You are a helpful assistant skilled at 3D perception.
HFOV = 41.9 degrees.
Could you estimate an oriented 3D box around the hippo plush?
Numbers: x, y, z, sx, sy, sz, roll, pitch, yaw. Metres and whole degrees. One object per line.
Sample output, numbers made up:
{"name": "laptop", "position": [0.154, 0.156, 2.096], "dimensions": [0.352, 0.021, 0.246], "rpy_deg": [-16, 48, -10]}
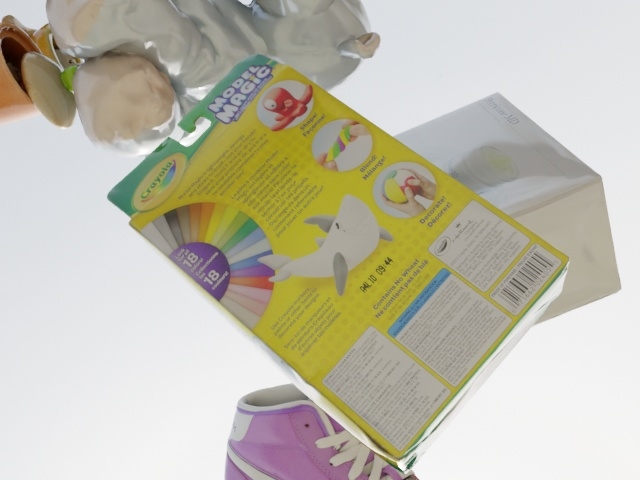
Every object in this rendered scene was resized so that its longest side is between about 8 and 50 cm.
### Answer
{"name": "hippo plush", "position": [-0.071, -0.162, 0.691], "dimensions": [0.236, 0.234, 0.294], "rpy_deg": [-15, -64, 1]}

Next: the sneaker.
{"name": "sneaker", "position": [0.042, 0.209, 0.733], "dimensions": [0.102, 0.282, 0.161], "rpy_deg": [-35, -47, -66]}

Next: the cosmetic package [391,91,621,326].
{"name": "cosmetic package", "position": [0.133, -0.015, 0.827], "dimensions": [0.225, 0.224, 0.138], "rpy_deg": [-22, -58, -2]}

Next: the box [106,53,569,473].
{"name": "box", "position": [0.000, 0.000, 0.359], "dimensions": [0.105, 0.179, 0.043], "rpy_deg": [-46, -22, -11]}

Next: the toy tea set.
{"name": "toy tea set", "position": [-0.242, -0.230, 0.723], "dimensions": [0.200, 0.124, 0.336], "rpy_deg": [42, -153, -68]}
